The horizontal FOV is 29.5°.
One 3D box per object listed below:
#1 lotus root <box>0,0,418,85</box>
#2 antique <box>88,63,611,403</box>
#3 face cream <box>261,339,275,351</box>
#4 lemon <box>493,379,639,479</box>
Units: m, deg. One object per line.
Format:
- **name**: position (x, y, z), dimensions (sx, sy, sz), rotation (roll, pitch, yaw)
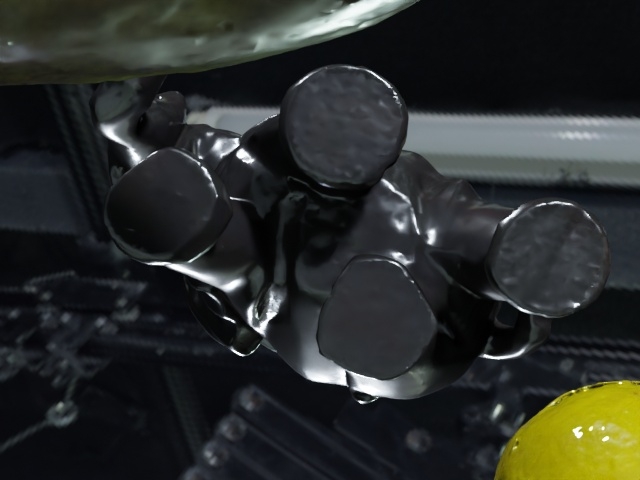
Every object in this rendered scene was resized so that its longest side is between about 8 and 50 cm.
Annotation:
- **lotus root**: position (-0.083, -0.168, 0.356), dimensions (0.346, 0.250, 0.250), rotation (-6, -48, -15)
- **antique**: position (0.000, 0.000, 0.797), dimensions (0.322, 0.185, 0.255), rotation (29, -5, -1)
- **face cream**: position (-0.017, 0.053, 1.091), dimensions (0.101, 0.251, 0.101), rotation (0, -89, 19)
- **lemon**: position (0.304, 0.273, 1.126), dimensions (0.297, 0.297, 0.297), rotation (16, -49, 20)
